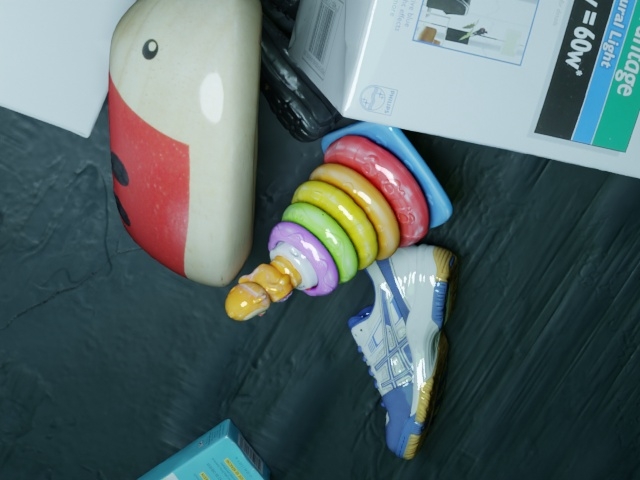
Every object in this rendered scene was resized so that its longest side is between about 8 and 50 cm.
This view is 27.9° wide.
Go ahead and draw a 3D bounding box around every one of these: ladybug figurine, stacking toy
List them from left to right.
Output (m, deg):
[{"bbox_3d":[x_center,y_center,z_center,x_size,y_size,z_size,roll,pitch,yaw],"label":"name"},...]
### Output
[{"bbox_3d":[-0.153,-0.121,1.476,0.162,0.305,0.449,2,141,-3],"label":"ladybug figurine"},{"bbox_3d":[0.000,0.000,1.544,0.302,0.175,0.165,-42,104,-27],"label":"stacking toy"}]

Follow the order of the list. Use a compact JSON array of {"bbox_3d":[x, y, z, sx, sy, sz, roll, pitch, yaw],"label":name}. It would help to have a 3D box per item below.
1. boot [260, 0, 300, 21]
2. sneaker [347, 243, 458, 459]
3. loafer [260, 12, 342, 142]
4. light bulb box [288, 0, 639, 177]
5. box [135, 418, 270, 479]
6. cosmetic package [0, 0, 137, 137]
[{"bbox_3d":[-0.011,-0.316,1.587,0.099,0.045,0.121,43,99,-6],"label":"boot"},{"bbox_3d":[0.100,0.141,1.700,0.131,0.112,0.296,9,105,15],"label":"sneaker"},{"bbox_3d":[-0.053,-0.226,1.602,0.078,0.076,0.223,-40,98,-27],"label":"loafer"},{"bbox_3d":[0.186,-0.244,1.422,0.361,0.358,0.225,11,106,-14],"label":"light bulb box"},{"bbox_3d":[-0.195,0.356,1.765,0.244,0.060,0.100,-35,103,8],"label":"box"},{"bbox_3d":[-0.412,-0.285,1.453,0.385,0.156,0.217,21,96,-31],"label":"cosmetic package"}]
